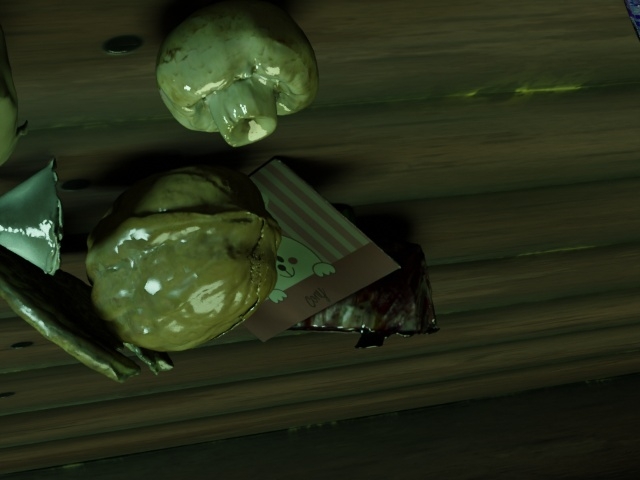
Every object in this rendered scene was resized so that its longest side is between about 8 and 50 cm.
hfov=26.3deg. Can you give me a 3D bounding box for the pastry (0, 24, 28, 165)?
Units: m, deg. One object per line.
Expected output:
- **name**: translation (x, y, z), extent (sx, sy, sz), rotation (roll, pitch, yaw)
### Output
- **pastry**: translation (-0.352, -0.111, 1.039), extent (0.264, 0.133, 0.265), rotation (-13, 160, -5)

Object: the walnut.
- **walnut**: translation (-0.151, 0.018, 1.499), extent (0.245, 0.198, 0.198), rotation (-25, 160, 33)

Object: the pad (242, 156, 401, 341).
- **pad**: translation (-0.062, 0.020, 1.673), extent (0.202, 0.005, 0.300), rotation (41, 141, -16)

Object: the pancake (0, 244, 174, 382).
- **pancake**: translation (-0.278, 0.086, 1.574), extent (0.286, 0.288, 0.033), rotation (37, 93, -33)

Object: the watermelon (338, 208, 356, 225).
- **watermelon**: translation (0.000, 0.000, 1.780), extent (0.105, 0.062, 0.105), rotation (-15, 169, -3)

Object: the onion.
- **onion**: translation (0.027, 0.061, 1.891), extent (0.280, 0.146, 0.314), rotation (7, -175, 8)

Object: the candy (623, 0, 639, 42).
- **candy**: translation (0.298, -0.243, 1.188), extent (0.088, 0.061, 0.312), rotation (-16, 163, 16)

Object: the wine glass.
- **wine glass**: translation (-0.358, -0.021, 1.383), extent (0.183, 0.122, 0.122), rotation (1, 160, -21)

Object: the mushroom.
- **mushroom**: translation (-0.072, -0.142, 1.167), extent (0.148, 0.112, 0.148), rotation (-17, 158, -7)
